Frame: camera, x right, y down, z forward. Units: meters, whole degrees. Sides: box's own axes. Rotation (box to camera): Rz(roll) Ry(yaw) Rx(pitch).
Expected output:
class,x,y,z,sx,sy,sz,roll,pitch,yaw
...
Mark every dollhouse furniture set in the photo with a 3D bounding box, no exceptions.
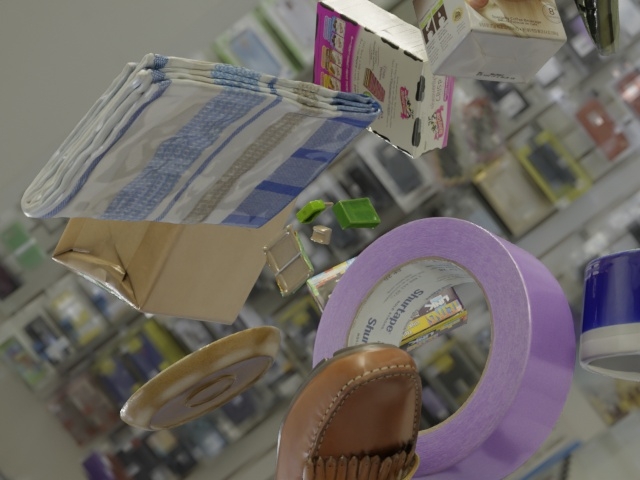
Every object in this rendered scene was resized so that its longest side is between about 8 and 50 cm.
class,x,y,z,sx,sy,sz,roll,pitch,yaw
dollhouse furniture set,0.000,0.000,1.835,0.059,0.076,0.152,-4,-30,-49

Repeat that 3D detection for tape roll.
class,x,y,z,sx,sy,sz,roll,pitch,yaw
tape roll,0.124,0.118,1.526,0.275,0.274,0.090,-37,-37,25

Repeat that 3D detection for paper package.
class,x,y,z,sx,sy,sz,roll,pitch,yaw
paper package,-0.185,-0.049,2.123,0.309,0.168,0.325,-64,-21,3

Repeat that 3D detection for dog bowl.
class,x,y,z,sx,sy,sz,roll,pitch,yaw
dog bowl,0.394,0.081,1.469,0.265,0.104,0.265,4,-12,1

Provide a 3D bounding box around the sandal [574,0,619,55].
class,x,y,z,sx,sy,sz,roll,pitch,yaw
sandal,0.272,-0.293,1.286,0.086,0.302,0.120,-3,39,-5

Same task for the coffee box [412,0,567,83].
class,x,y,z,sx,sy,sz,roll,pitch,yaw
coffee box,0.189,-0.323,1.800,0.141,0.246,0.098,2,-30,-28

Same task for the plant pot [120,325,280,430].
class,x,y,z,sx,sy,sz,roll,pitch,yaw
plant pot,-0.149,0.188,1.925,0.236,0.032,0.236,-29,-17,-10

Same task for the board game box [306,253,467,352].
class,x,y,z,sx,sy,sz,roll,pitch,yaw
board game box,0.088,0.081,1.944,0.170,0.141,0.048,-25,-24,-6

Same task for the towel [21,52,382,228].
class,x,y,z,sx,sy,sz,roll,pitch,yaw
towel,-0.100,-0.075,1.292,0.285,0.034,0.209,4,-38,-46

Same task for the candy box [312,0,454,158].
class,x,y,z,sx,sy,sz,roll,pitch,yaw
candy box,0.089,-0.242,2.133,0.071,0.233,0.159,-23,-47,-33

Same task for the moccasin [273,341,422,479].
class,x,y,z,sx,sy,sz,roll,pitch,yaw
moccasin,0.018,0.260,1.362,0.139,0.147,0.380,3,-58,-28
